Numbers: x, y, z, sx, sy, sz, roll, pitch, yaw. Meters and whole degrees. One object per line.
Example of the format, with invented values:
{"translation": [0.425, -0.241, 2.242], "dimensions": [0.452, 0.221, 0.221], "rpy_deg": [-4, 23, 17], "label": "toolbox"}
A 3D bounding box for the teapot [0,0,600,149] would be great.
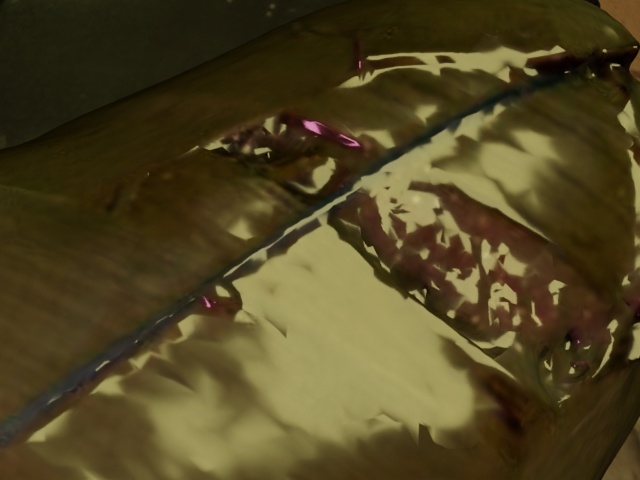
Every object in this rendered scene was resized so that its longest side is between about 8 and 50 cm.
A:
{"translation": [0.021, 0.019, 0.669], "dimensions": [0.285, 0.305, 0.223], "rpy_deg": [0, 23, 20], "label": "teapot"}

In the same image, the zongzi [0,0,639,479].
{"translation": [-0.110, 0.009, 0.447], "dimensions": [0.393, 0.174, 0.356], "rpy_deg": [38, 75, 1], "label": "zongzi"}
